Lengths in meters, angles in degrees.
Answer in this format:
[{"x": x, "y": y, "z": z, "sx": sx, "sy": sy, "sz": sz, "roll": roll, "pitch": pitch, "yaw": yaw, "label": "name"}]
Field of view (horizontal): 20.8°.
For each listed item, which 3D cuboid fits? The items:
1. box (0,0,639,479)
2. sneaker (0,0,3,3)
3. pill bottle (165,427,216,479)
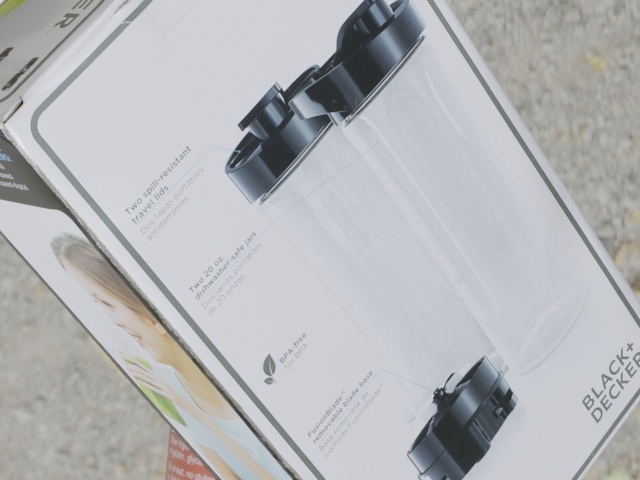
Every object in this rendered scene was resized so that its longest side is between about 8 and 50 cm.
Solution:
[{"x": 0.000, "y": 0.000, "z": 0.668, "sx": 0.087, "sy": 0.169, "sz": 0.290, "roll": 11, "pitch": 145, "yaw": 53, "label": "box"}, {"x": -0.109, "y": -0.133, "z": 0.897, "sx": 0.112, "sy": 0.121, "sz": 0.299, "roll": 36, "pitch": 166, "yaw": 14, "label": "sneaker"}, {"x": -0.010, "y": 0.072, "z": 0.839, "sx": 0.121, "sy": 0.121, "sz": 0.216, "roll": 6, "pitch": 91, "yaw": 3, "label": "pill bottle"}]
